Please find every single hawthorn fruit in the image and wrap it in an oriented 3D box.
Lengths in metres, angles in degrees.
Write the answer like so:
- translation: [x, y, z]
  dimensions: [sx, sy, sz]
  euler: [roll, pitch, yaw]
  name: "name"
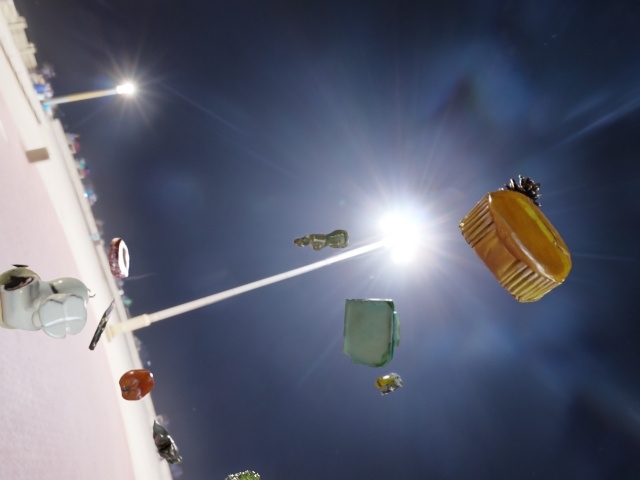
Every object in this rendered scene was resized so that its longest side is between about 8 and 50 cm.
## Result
- translation: [-0.757, 0.590, 2.225]
  dimensions: [0.138, 0.133, 0.132]
  euler: [-19, 93, -69]
  name: "hawthorn fruit"

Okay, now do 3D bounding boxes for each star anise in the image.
- translation: [-0.565, 0.732, 1.943]
  dimensions: [0.204, 0.061, 0.180]
  euler: [30, -36, 54]
  name: "star anise"

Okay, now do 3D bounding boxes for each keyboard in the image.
- translation: [-0.563, 0.215, 1.399]
  dimensions: [0.106, 0.016, 0.262]
  euler: [-68, -164, -5]
  name: "keyboard"

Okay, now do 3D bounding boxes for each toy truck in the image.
- translation: [0.255, 0.533, 2.014]
  dimensions: [0.052, 0.123, 0.062]
  euler: [-39, -114, 27]
  name: "toy truck"

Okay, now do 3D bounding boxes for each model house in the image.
- translation: [0.243, 0.386, 2.271]
  dimensions: [0.230, 0.249, 0.280]
  euler: [0, -100, 30]
  name: "model house"

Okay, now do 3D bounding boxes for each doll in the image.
- translation: [-0.584, 0.128, 1.112]
  dimensions: [0.271, 0.208, 0.143]
  euler: [-159, -114, -70]
  name: "doll"

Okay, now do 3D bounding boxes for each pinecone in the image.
- translation: [0.638, -0.140, 1.705]
  dimensions: [0.120, 0.140, 0.140]
  euler: [-63, -146, 9]
  name: "pinecone"

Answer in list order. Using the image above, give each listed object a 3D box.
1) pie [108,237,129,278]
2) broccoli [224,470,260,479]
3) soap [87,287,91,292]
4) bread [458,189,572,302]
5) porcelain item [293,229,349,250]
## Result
- translation: [-0.715, 0.065, 1.916]
  dimensions: [0.153, 0.038, 0.153]
  euler: [177, -90, -88]
  name: "pie"
- translation: [-0.270, 0.888, 1.698]
  dimensions: [0.246, 0.288, 0.248]
  euler: [36, -9, 7]
  name: "broccoli"
- translation: [-0.913, 0.176, 1.964]
  dimensions: [0.168, 0.089, 0.033]
  euler: [56, 18, -67]
  name: "soap"
- translation: [0.503, 0.004, 1.362]
  dimensions: [0.156, 0.204, 0.288]
  euler: [-53, -127, 43]
  name: "bread"
- translation: [0.000, 0.000, 1.844]
  dimensions: [0.081, 0.216, 0.069]
  euler: [3, -85, 45]
  name: "porcelain item"
